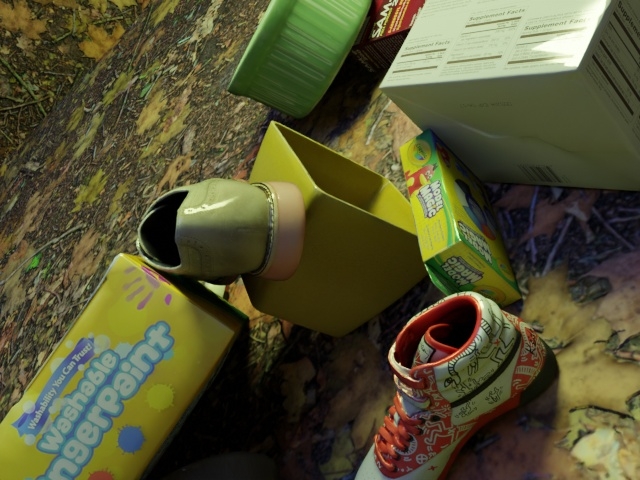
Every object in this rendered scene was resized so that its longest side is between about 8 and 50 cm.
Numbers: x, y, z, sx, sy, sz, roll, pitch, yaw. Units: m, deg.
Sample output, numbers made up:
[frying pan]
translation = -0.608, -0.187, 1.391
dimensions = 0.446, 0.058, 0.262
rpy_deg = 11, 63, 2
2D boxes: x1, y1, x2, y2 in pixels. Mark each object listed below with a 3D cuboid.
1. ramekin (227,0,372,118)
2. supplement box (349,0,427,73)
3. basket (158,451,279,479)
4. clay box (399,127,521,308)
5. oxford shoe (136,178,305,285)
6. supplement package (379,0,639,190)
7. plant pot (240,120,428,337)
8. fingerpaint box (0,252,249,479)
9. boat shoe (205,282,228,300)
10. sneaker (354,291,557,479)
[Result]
[ramekin]
translation = -0.033, -0.367, 1.231
dimensions = 0.303, 0.148, 0.303
rpy_deg = -57, 14, 23
[supplement box]
translation = 0.166, -0.372, 1.147
dimensions = 0.239, 0.073, 0.130
rpy_deg = -4, 57, 49
[basket]
translation = -0.105, 0.374, 0.728
dimensions = 0.204, 0.154, 0.227
rpy_deg = -31, 41, 0
[clay box]
translation = 0.159, -0.014, 0.785
dimensions = 0.053, 0.127, 0.222
rpy_deg = -34, 39, 26
[oxford shoe]
translation = -0.154, -0.018, 0.840
dimensions = 0.397, 0.147, 0.140
rpy_deg = 168, 105, -65
[supplement package]
translation = 0.242, -0.172, 0.763
dimensions = 0.262, 0.204, 0.145
rpy_deg = 12, 70, 53
[plant pot]
translation = 0.000, 0.000, 0.905
dimensions = 0.187, 0.212, 0.212
rpy_deg = -56, 32, 18
[fingerpaint box]
translation = -0.281, 0.249, 0.888
dimensions = 0.444, 0.163, 0.371
rpy_deg = -56, 0, -6
[boat shoe]
translation = -0.185, 0.120, 1.140
dimensions = 0.043, 0.049, 0.137
rpy_deg = 101, -178, -62
[sneaker]
translation = 0.094, 0.164, 0.683
dimensions = 0.270, 0.145, 0.090
rpy_deg = -45, 35, 11
